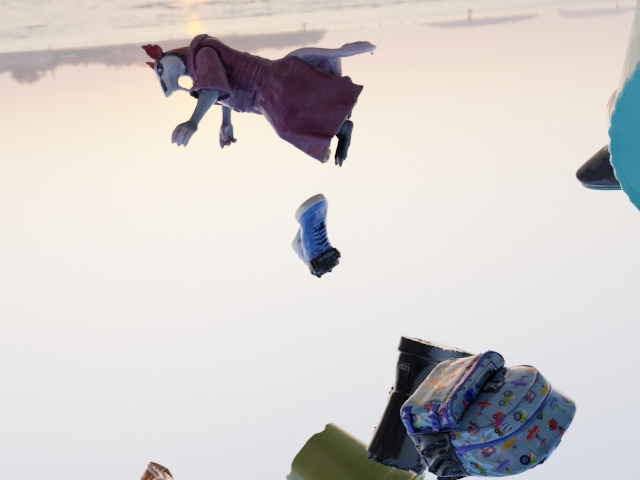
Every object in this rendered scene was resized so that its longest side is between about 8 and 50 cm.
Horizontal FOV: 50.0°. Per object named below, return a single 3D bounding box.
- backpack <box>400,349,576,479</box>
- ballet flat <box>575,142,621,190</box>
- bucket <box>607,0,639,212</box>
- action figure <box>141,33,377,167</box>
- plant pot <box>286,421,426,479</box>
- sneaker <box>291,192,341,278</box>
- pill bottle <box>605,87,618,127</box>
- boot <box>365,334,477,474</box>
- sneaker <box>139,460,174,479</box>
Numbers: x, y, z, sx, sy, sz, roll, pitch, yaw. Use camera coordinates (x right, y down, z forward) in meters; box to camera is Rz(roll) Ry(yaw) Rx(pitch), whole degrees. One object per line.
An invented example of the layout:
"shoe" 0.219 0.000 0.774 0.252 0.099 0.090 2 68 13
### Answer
"backpack" 0.206 0.207 0.825 0.158 0.117 0.173 -37 -174 -35
"ballet flat" 0.333 -0.090 0.624 0.203 0.074 0.074 0 -164 38
"bucket" 0.299 -0.104 0.362 0.281 0.281 0.183 9 -121 36
"action figure" -0.110 -0.263 1.128 0.370 0.275 0.248 21 -168 -11
"plant pot" 0.066 0.580 1.627 0.254 0.276 0.276 36 -145 23
"sneaker" 0.001 0.000 1.017 0.058 0.152 0.084 -26 -114 -26
"pill bottle" 0.452 -0.162 0.897 0.119 0.119 0.208 -2 -167 8
"boot" 0.181 0.273 1.134 0.094 0.207 0.246 16 178 42
"sneaker" -0.291 0.455 1.231 0.064 0.067 0.175 28 170 -15
